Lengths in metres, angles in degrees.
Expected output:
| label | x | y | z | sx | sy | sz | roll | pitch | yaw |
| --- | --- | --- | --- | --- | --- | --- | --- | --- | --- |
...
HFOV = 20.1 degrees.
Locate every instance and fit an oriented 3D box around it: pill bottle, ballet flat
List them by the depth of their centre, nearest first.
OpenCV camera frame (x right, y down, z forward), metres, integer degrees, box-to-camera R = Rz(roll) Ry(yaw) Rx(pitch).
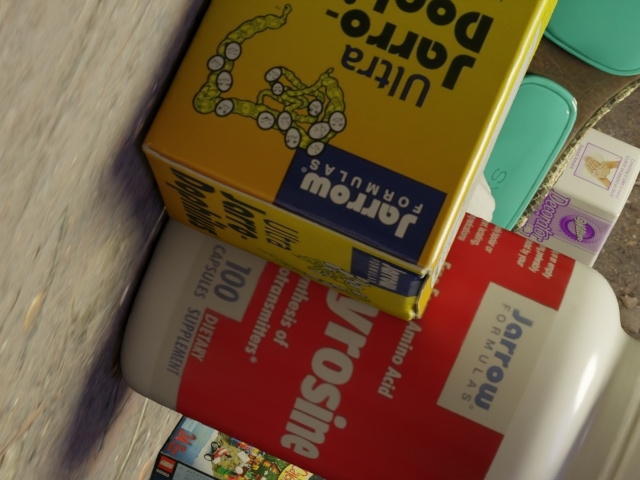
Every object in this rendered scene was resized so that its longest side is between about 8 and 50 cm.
| label | x | y | z | sx | sy | sz | roll | pitch | yaw |
| --- | --- | --- | --- | --- | --- | --- | --- | --- | --- |
| pill bottle | 0.076 | 0.087 | 1.359 | 0.229 | 0.407 | 0.229 | 23 | 90 | -85 |
| ballet flat | 0.223 | -0.182 | 1.672 | 0.483 | 0.164 | 0.182 | -51 | -160 | 28 |

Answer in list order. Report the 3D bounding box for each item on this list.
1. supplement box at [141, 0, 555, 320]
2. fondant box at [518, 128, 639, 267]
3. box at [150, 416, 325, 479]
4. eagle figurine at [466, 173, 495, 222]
| label | x | y | z | sx | sy | sz | roll | pitch | yaw |
| --- | --- | --- | --- | --- | --- | --- | --- | --- | --- |
| supplement box | 0.049 | -0.156 | 1.196 | 0.194 | 0.195 | 0.356 | 88 | 26 | -78 |
| fondant box | 0.168 | -0.070 | 2.020 | 0.238 | 0.330 | 0.096 | 103 | 11 | -60 |
| box | -0.060 | 0.204 | 1.882 | 0.233 | 0.159 | 0.044 | -59 | 171 | -58 |
| eagle figurine | 0.051 | -0.114 | 1.479 | 0.225 | 0.226 | 0.298 | -37 | 163 | -35 |
